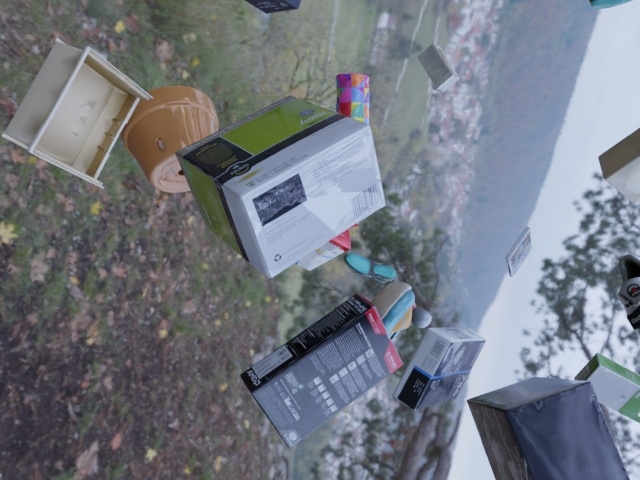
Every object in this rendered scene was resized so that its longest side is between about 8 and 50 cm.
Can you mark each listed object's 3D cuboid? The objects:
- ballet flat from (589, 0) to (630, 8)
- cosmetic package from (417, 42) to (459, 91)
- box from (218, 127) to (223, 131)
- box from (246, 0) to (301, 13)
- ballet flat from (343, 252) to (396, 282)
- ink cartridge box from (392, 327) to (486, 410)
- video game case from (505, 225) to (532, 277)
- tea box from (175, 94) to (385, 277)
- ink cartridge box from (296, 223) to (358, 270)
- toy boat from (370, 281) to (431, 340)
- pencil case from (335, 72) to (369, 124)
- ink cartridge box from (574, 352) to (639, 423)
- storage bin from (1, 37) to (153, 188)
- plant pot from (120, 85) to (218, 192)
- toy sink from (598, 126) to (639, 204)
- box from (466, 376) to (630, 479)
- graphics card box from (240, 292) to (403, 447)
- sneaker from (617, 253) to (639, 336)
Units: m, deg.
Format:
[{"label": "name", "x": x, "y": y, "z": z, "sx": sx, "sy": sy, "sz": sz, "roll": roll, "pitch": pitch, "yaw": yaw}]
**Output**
[{"label": "ballet flat", "x": 0.758, "y": -0.627, "z": 1.459, "sx": 0.280, "sy": 0.095, "sz": 0.096, "roll": -164, "pitch": -99, "yaw": -68}, {"label": "cosmetic package", "x": 0.314, "y": -0.460, "z": 1.647, "sx": 0.060, "sy": 0.115, "sz": 0.041, "roll": -37, "pitch": 157, "yaw": 32}, {"label": "box", "x": -0.352, "y": -0.346, "z": 2.105, "sx": 0.018, "sy": 0.067, "sz": 0.083, "roll": -75, "pitch": -175, "yaw": -50}, {"label": "box", "x": -0.154, "y": -0.736, "z": 1.783, "sx": 0.158, "sy": 0.156, "sz": 0.093, "roll": 18, "pitch": 88, "yaw": -44}, {"label": "ballet flat", "x": 0.152, "y": 0.095, "z": 2.009, "sx": 0.070, "sy": 0.188, "sz": 0.070, "roll": -158, "pitch": -90, "yaw": -76}, {"label": "ink cartridge box", "x": 0.282, "y": 0.277, "z": 1.377, "sx": 0.333, "sy": 0.065, "sz": 0.165, "roll": 11, "pitch": 106, "yaw": -60}, {"label": "video game case", "x": 0.449, "y": 0.028, "z": 1.397, "sx": 0.087, "sy": 0.011, "sz": 0.122, "roll": -53, "pitch": 150, "yaw": -7}, {"label": "tea box", "x": -0.091, "y": -0.139, "z": 1.397, "sx": 0.329, "sy": 0.323, "sz": 0.220, "roll": -31, "pitch": 129, "yaw": -21}, {"label": "ink cartridge box", "x": 0.000, "y": 0.000, "z": 1.973, "sx": 0.134, "sy": 0.231, "sz": 0.078, "roll": 28, "pitch": 45, "yaw": -39}, {"label": "toy boat", "x": 0.231, "y": 0.237, "z": 1.876, "sx": 0.318, "sy": 0.148, "sz": 0.267, "roll": -16, "pitch": 140, "yaw": -60}, {"label": "pencil case", "x": 0.085, "y": -0.349, "z": 1.736, "sx": 0.104, "sy": 0.104, "sz": 0.236, "roll": -17, "pitch": 111, "yaw": -69}, {"label": "ink cartridge box", "x": 0.827, "y": 0.410, "z": 1.711, "sx": 0.109, "sy": 0.209, "sz": 0.062, "roll": -63, "pitch": 178, "yaw": 30}, {"label": "storage bin", "x": -0.565, "y": -0.292, "z": 1.474, "sx": 0.262, "sy": 0.123, "sz": 0.260, "roll": -64, "pitch": 154, "yaw": -5}, {"label": "plant pot", "x": -0.422, "y": -0.275, "z": 1.808, "sx": 0.291, "sy": 0.291, "sz": 0.203, "roll": 63, "pitch": 4, "yaw": -66}, {"label": "toy sink", "x": 0.986, "y": -0.247, "z": 1.852, "sx": 0.234, "sy": 0.153, "sz": 0.131, "roll": -43, "pitch": -156, "yaw": 40}, {"label": "box", "x": 0.469, "y": 0.460, "z": 1.273, "sx": 0.343, "sy": 0.179, "sz": 0.312, "roll": 87, "pitch": -14, "yaw": -78}, {"label": "graphics card box", "x": 0.010, "y": 0.330, "z": 1.576, "sx": 0.371, "sy": 0.094, "sz": 0.232, "roll": -35, "pitch": 124, "yaw": -12}, {"label": "sneaker", "x": 0.721, "y": 0.159, "z": 1.356, "sx": 0.122, "sy": 0.146, "sz": 0.330, "roll": -50, "pitch": -164, "yaw": 34}]
